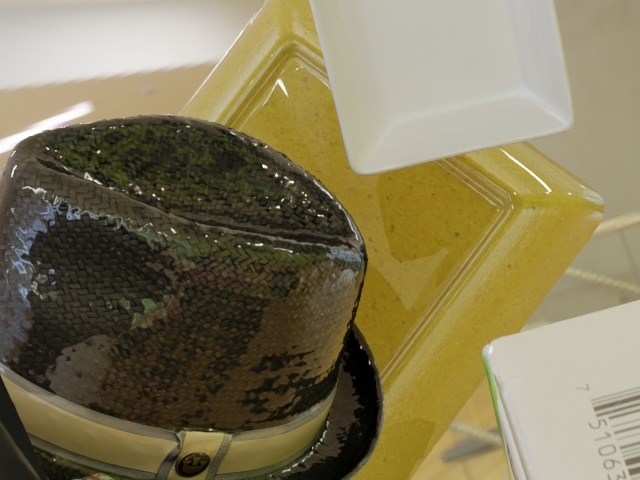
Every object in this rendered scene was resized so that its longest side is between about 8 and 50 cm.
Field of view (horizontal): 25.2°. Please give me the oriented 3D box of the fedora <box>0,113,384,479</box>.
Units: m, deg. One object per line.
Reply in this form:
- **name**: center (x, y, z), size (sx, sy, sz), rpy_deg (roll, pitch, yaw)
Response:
- **fedora**: center (-0.094, 0.017, 0.879), size (0.334, 0.334, 0.153), rpy_deg (-20, -37, -52)

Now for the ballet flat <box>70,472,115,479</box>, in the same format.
- **ballet flat**: center (-0.062, 0.184, 0.604), size (0.079, 0.077, 0.221), rpy_deg (11, 24, -25)

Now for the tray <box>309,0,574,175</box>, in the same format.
- **tray**: center (0.058, -0.184, 0.870), size (0.145, 0.270, 0.030), rpy_deg (-12, 13, 8)

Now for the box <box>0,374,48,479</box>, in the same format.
- **box**: center (-0.265, 0.091, 0.563), size (0.261, 0.103, 0.184), rpy_deg (-29, -38, -9)

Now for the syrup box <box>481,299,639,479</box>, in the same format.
- **syrup box**: center (0.113, 0.113, 0.393), size (0.096, 0.093, 0.237), rpy_deg (-15, -38, 2)

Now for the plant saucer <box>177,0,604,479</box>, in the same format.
- **plant saucer**: center (0.000, 0.000, 1.118), size (0.333, 0.333, 0.081), rpy_deg (-53, -10, -4)
